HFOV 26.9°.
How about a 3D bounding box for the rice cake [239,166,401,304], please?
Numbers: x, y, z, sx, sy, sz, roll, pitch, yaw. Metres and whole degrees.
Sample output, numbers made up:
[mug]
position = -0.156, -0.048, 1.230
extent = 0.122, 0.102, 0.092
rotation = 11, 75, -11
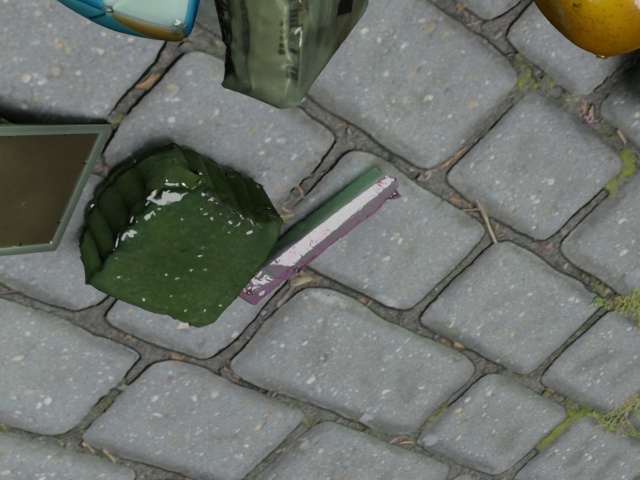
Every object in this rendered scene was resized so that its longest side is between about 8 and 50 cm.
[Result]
[rice cake]
position = -0.002, 0.000, 1.953
extent = 0.290, 0.051, 0.081
rotation = -37, 138, 6

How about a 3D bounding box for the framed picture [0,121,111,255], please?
[framed picture]
position = -0.400, -0.060, 1.631
extent = 0.274, 0.017, 0.217
rotation = -5, 133, -49

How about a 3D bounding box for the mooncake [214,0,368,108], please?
[mooncake]
position = -0.036, -0.309, 1.525
extent = 0.250, 0.136, 0.254
rotation = 88, 26, -47

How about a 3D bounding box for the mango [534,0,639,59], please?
[mango]
position = 0.344, -0.340, 1.694
extent = 0.160, 0.290, 0.191
rotation = -38, 103, -3

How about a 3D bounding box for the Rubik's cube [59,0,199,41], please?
[Rubik's cube]
position = -0.192, -0.272, 1.451
extent = 0.254, 0.254, 0.254
rotation = -17, 137, -17

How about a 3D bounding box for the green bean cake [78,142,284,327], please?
[green bean cake]
position = -0.189, -0.010, 1.778
extent = 0.227, 0.125, 0.222
rotation = 21, 119, -40
